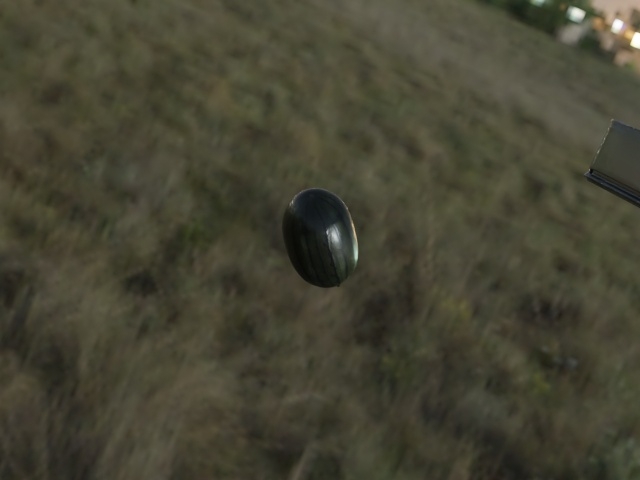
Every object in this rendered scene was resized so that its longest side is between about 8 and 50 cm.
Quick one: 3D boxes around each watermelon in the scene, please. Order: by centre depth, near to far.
[{"bbox_3d":[0.000,0.000,1.553,0.078,0.111,0.078,-13,16,4],"label":"watermelon"}]

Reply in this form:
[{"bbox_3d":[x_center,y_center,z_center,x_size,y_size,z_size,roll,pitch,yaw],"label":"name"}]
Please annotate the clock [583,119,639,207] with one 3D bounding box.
[{"bbox_3d":[0.368,-0.042,1.471,0.147,0.071,0.192,24,7,-26],"label":"clock"}]
